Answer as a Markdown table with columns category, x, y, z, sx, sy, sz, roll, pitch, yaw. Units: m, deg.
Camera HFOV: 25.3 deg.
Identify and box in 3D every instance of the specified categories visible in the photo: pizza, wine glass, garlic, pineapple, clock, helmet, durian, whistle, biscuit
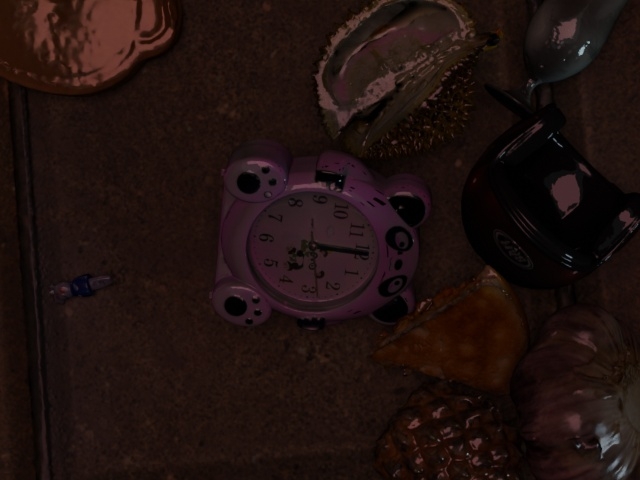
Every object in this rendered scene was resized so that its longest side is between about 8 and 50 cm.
| category | x | y | z | sx | sy | sz | roll | pitch | yaw |
| --- | --- | --- | --- | --- | --- | --- | --- | --- | --- |
| pizza | 0.150 | 0.104 | 1.672 | 0.193 | 0.201 | 0.053 | -2 | 42 | 3 |
| wine glass | 0.290 | -0.241 | 1.709 | 0.093 | 0.093 | 0.202 | 37 | 91 | 8 |
| garlic | 0.303 | 0.197 | 1.628 | 0.160 | 0.245 | 0.244 | -17 | 83 | 42 |
| pineapple | 0.164 | 0.257 | 1.655 | 0.193 | 0.166 | 0.166 | 36 | 91 | 6 |
| clock | 0.000 | 0.000 | 1.691 | 0.248 | 0.090 | 0.227 | 8 | 116 | 0 |
| helmet | 0.261 | -0.042 | 1.643 | 0.189 | 0.216 | 0.193 | 45 | 131 | -4 |
| durian | 0.114 | -0.197 | 1.697 | 0.237 | 0.138 | 0.193 | -16 | 84 | 19 |
| whistle | -0.300 | 0.060 | 1.789 | 0.083 | 0.029 | 0.033 | -14 | 121 | 11 |
| biscuit | -0.331 | -0.357 | 1.810 | 0.312 | 0.057 | 0.351 | -1 | 86 | 6 |
